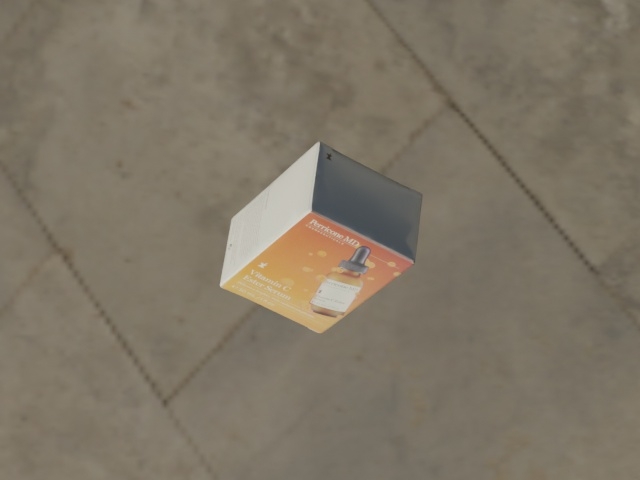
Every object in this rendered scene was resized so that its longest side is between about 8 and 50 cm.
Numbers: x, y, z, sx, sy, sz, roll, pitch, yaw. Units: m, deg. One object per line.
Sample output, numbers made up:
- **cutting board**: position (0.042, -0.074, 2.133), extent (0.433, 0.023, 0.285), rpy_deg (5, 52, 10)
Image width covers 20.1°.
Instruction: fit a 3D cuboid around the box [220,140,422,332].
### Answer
- **box**: position (0.000, 0.000, 1.822), extent (0.170, 0.130, 0.091), rpy_deg (-40, 32, 45)
